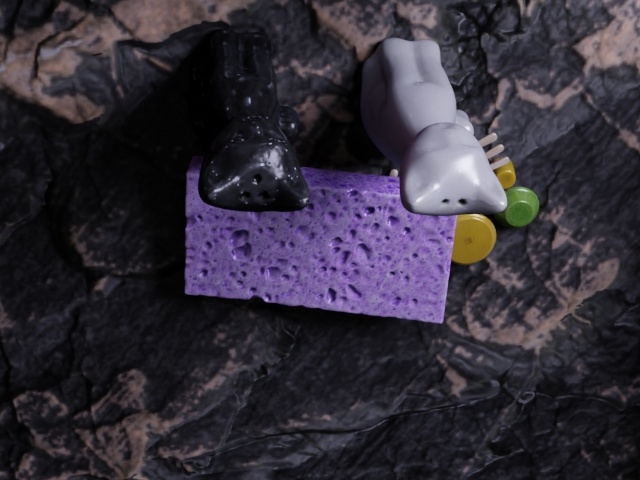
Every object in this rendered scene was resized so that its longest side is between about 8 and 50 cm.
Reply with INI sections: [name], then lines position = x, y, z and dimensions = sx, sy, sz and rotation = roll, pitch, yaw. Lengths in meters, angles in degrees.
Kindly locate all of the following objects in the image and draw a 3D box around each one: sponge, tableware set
[sponge]
position = 0.000, 0.000, 1.033
dimensions = 0.210, 0.031, 0.117
rotation = 7, 125, 1
[tableware set]
position = 0.094, -0.020, 1.063
dimensions = 0.154, 0.024, 0.104
rotation = -28, 118, 8

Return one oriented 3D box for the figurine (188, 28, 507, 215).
[figurine]
position = 0.015, -0.070, 0.925
dimensions = 0.214, 0.209, 0.092
rotation = 1, 116, -6
